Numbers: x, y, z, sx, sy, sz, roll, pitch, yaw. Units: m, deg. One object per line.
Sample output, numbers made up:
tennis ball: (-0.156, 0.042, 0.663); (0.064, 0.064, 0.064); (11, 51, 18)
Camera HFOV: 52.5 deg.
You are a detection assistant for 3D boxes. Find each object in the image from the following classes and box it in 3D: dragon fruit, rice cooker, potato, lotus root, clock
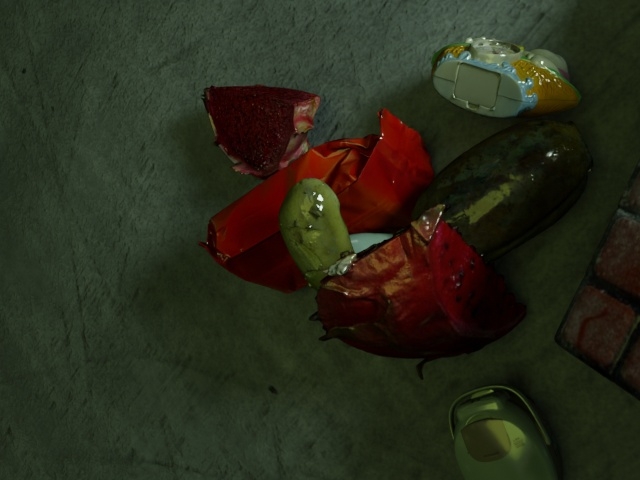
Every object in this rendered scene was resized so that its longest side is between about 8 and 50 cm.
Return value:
dragon fruit: (0.136, 0.115, 0.935); (0.282, 0.344, 0.100); (-26, 48, 26)
rice cooker: (0.284, 0.319, 0.985); (0.145, 0.127, 0.206); (-27, 75, 30)
potato: (0.000, 0.000, 0.952); (0.105, 0.085, 0.188); (-13, 105, 44)
lotus root: (0.260, -0.073, 0.941); (0.275, 0.152, 0.160); (-35, 53, 10)
dragon fruit: (-0.099, -0.202, 1.208); (0.274, 0.126, 0.161); (20, 114, 40)
clock: (0.268, -0.240, 0.953); (0.231, 0.144, 0.103); (29, 133, 28)

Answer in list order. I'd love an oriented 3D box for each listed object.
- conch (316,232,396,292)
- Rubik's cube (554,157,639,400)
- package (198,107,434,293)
conch: (0.099, 0.064, 1.057); (0.221, 0.185, 0.120); (-10, 58, 12)
Rubik's cube: (0.514, 0.053, 0.635); (0.344, 0.337, 0.344); (44, 116, 53)
package: (-0.003, -0.045, 1.100); (0.424, 0.196, 0.123); (-30, 56, 29)
